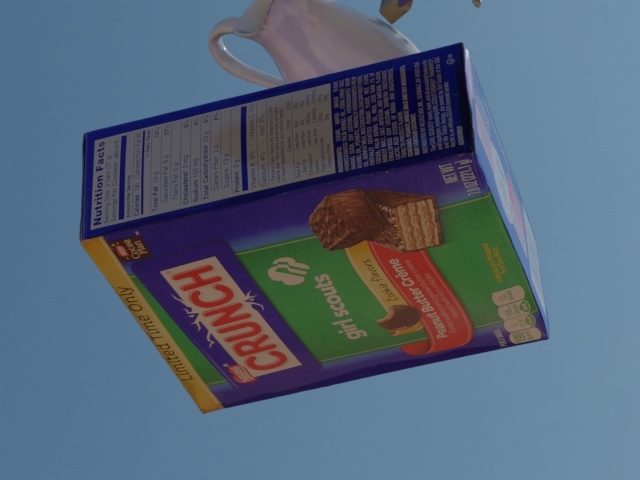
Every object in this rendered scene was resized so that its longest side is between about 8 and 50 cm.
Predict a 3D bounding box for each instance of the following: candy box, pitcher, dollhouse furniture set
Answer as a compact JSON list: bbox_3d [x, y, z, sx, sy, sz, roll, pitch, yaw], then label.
[{"bbox_3d":[0.000,0.000,1.317,0.317,0.122,0.268,-12,-38,14],"label":"candy box"},{"bbox_3d":[0.003,-0.162,1.566,0.207,0.125,0.178,41,-34,-19],"label":"pitcher"},{"bbox_3d":[0.118,-0.264,1.667,0.081,0.091,0.114,16,-12,-14],"label":"dollhouse furniture set"}]
